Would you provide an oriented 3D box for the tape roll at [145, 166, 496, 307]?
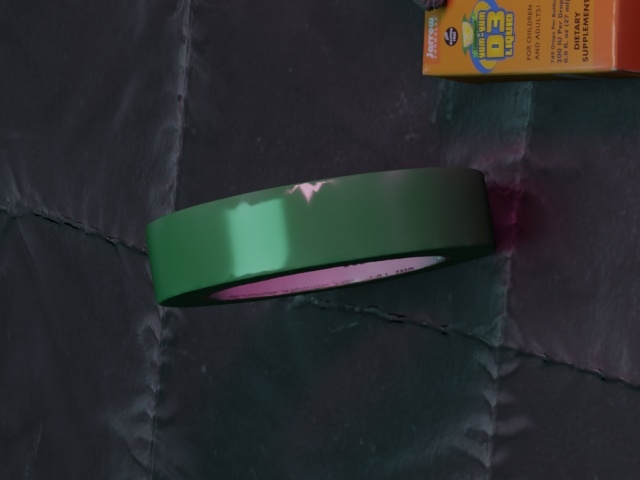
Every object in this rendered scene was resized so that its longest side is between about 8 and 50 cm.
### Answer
[{"bbox_3d":[0.000,0.000,1.851,0.321,0.321,0.077,-16,82,45],"label":"tape roll"}]

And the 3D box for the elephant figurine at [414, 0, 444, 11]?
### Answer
[{"bbox_3d":[0.090,-0.369,1.805,0.169,0.186,0.239,-32,44,43],"label":"elephant figurine"}]

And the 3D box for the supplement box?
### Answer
[{"bbox_3d":[0.200,-0.185,1.810,0.233,0.080,0.078,2,92,48],"label":"supplement box"}]
